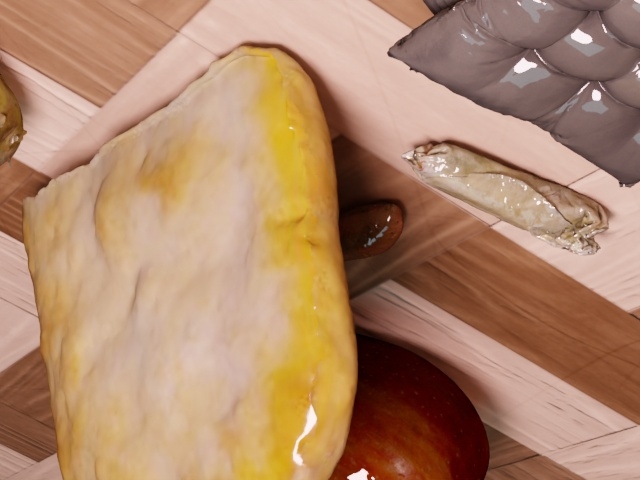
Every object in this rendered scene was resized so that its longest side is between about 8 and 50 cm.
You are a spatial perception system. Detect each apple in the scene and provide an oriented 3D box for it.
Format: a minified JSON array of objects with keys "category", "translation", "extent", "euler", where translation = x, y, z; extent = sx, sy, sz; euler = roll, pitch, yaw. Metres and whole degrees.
[{"category":"apple","translation":[0.015,0.237,1.555],"extent":[0.317,0.288,0.288],"euler":[29,152,9]}]

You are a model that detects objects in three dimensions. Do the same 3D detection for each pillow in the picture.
[{"category":"pillow","translation":[0.218,-0.158,0.948],"extent":[0.228,0.101,0.326],"euler":[27,152,-20]}]

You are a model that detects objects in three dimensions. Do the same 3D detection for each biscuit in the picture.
[{"category":"biscuit","translation":[-0.110,0.078,1.272],"extent":[0.104,0.446,0.429],"euler":[7,150,-41]}]

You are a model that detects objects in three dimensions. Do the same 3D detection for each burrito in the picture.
[{"category":"burrito","translation":[0.156,-0.038,1.233],"extent":[0.188,0.045,0.058],"euler":[24,143,-4]}]

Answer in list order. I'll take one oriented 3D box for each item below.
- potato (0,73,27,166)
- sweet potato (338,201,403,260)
[{"category":"potato","translation":[-0.390,-0.151,1.271],"extent":[0.191,0.141,0.296],"euler":[-24,134,37]},{"category":"sweet potato","translation":[0.000,0.000,1.389],"extent":[0.214,0.050,0.050],"euler":[-13,138,45]}]
